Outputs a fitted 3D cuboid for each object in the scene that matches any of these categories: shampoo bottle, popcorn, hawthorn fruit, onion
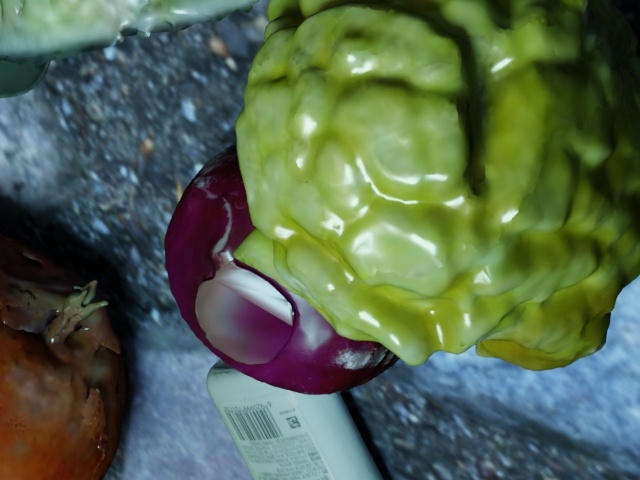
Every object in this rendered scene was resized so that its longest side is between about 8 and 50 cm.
[{"bbox_3d":[0.001,0.175,1.323,0.108,0.051,0.221,-13,109,44],"label":"shampoo bottle"},{"bbox_3d":[0.062,-0.046,0.986,0.225,0.249,0.249,8,122,32],"label":"popcorn"},{"bbox_3d":[-0.252,0.105,1.357,0.307,0.276,0.276,-27,99,32],"label":"hawthorn fruit"},{"bbox_3d":[-0.009,0.008,1.157,0.173,0.135,0.198,44,135,4],"label":"onion"}]

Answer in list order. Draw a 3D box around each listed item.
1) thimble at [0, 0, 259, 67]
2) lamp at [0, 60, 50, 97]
[{"bbox_3d":[-0.074,-0.204,0.975,0.271,0.271,0.150,-2,112,41],"label":"thimble"},{"bbox_3d":[-0.208,-0.156,1.233,0.215,0.121,0.121,-19,105,35],"label":"lamp"}]
